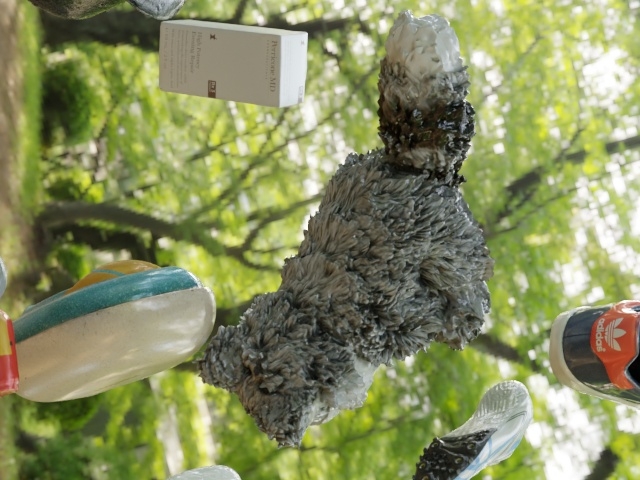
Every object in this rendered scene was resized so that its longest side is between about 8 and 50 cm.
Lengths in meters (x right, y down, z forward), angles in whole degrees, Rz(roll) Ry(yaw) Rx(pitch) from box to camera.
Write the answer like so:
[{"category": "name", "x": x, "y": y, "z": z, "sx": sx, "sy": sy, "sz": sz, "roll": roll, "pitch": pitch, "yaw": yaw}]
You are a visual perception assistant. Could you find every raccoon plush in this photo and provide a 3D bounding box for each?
[{"category": "raccoon plush", "x": 0.000, "y": 0.000, "z": 1.210, "sx": 0.216, "sy": 0.299, "sz": 0.446, "roll": 23, "pitch": -47, "yaw": 48}]

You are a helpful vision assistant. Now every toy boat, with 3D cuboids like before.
[{"category": "toy boat", "x": -0.261, "y": 0.079, "z": 1.178, "sx": 0.318, "sy": 0.267, "sz": 0.148, "roll": 6, "pitch": 66, "yaw": -63}]

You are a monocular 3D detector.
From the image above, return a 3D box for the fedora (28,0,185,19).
[{"category": "fedora", "x": -0.300, "y": -0.369, "z": 1.284, "sx": 0.334, "sy": 0.152, "sz": 0.334, "roll": 48, "pitch": 24, "yaw": -30}]

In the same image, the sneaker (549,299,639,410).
[{"category": "sneaker", "x": 0.437, "y": 0.148, "z": 1.299, "sx": 0.148, "sy": 0.350, "sz": 0.131, "roll": -22, "pitch": -119, "yaw": 60}]

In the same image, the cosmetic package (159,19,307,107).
[{"category": "cosmetic package", "x": -0.141, "y": -0.283, "z": 1.808, "sx": 0.085, "sy": 0.231, "sz": 0.117, "roll": -22, "pitch": 119, "yaw": -57}]

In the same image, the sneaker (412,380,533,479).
[{"category": "sneaker", "x": 0.210, "y": 0.275, "z": 1.501, "sx": 0.085, "sy": 0.237, "sz": 0.086, "roll": 3, "pitch": -62, "yaw": 44}]

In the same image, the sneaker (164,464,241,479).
[{"category": "sneaker", "x": -0.102, "y": 0.205, "z": 0.706, "sx": 0.084, "sy": 0.152, "sz": 0.058, "roll": 51, "pitch": -32, "yaw": 31}]
